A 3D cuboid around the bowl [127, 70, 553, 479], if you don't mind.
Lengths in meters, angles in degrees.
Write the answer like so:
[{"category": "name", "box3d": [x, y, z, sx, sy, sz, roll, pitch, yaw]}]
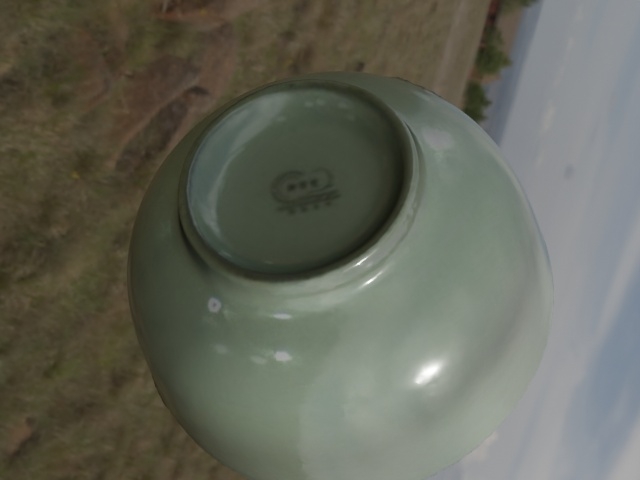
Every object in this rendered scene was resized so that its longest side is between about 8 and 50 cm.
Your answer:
[{"category": "bowl", "box3d": [0.000, 0.000, 0.761, 0.185, 0.354, 0.354, 68, 36, -58]}]
